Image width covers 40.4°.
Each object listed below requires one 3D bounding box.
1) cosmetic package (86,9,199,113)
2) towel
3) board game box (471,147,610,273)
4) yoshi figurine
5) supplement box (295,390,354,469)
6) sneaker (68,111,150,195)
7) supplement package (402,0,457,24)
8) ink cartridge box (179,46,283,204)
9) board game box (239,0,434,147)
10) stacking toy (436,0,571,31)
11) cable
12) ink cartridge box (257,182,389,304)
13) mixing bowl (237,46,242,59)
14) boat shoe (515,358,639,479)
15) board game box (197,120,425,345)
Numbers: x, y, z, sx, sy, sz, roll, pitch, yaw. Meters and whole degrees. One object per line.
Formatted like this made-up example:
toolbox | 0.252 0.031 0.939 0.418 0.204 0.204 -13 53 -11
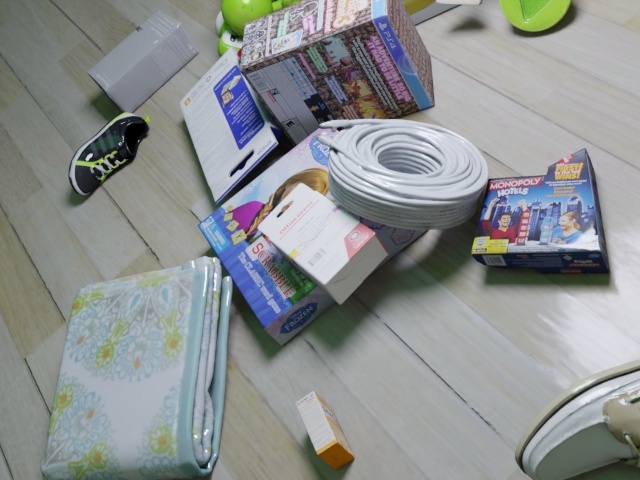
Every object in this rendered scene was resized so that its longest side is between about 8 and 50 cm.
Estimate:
cosmetic package | -0.424 -0.425 2.080 0.238 0.107 0.127 -43 47 -9
towel | -0.306 0.223 1.478 0.321 0.090 0.374 -13 58 28
board game box | 0.346 -0.046 1.319 0.194 0.060 0.194 -1 54 32
yoshi figurine | -0.155 -0.561 1.958 0.204 0.203 0.362 -9 54 18
supplement box | 0.006 0.277 1.273 0.036 0.062 0.098 -34 45 5
sneaker | -0.467 -0.199 1.938 0.097 0.084 0.234 15 65 38
supplement package | 0.118 -0.553 1.768 0.263 0.199 0.198 -21 47 16
ink cartridge box | -0.178 -0.231 1.767 0.176 0.069 0.370 -43 41 17
board game box | 0.034 -0.329 1.620 0.291 0.232 0.141 -16 49 20
stacking toy | 0.372 -0.545 1.605 0.309 0.279 0.130 21 25 21
cable | 0.137 -0.108 1.400 0.257 0.089 0.257 -8 38 -22
ink cartridge box | 0.000 0.000 1.403 0.115 0.067 0.198 -45 48 -7
mixing bowl | -0.072 -0.372 1.798 0.182 0.098 0.181 -16 27 8
boat shoe | 0.382 0.215 1.050 0.302 0.113 0.103 -33 39 4
board game box | -0.025 -0.025 1.531 0.318 0.066 0.318 -39 45 -1
